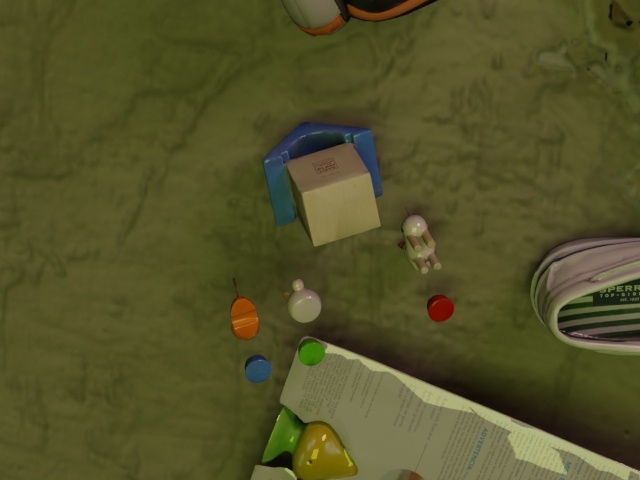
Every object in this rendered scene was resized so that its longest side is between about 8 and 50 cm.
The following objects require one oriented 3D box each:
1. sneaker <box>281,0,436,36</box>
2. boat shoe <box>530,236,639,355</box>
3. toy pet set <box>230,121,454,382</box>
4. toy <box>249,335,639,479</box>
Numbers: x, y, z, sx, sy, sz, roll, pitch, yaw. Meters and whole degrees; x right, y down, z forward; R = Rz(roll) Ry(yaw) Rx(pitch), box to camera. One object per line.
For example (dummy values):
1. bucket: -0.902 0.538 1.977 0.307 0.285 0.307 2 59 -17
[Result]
1. sneaker: 0.020 -0.269 0.729 0.180 0.124 0.321 -19 117 7
2. boat shoe: 0.229 0.032 0.827 0.226 0.076 0.083 -10 108 8
3. toy pet set: 0.000 0.000 0.845 0.122 0.065 0.114 -17 123 -7
4. toy: 0.082 0.148 0.892 0.237 0.056 0.137 21 113 3
